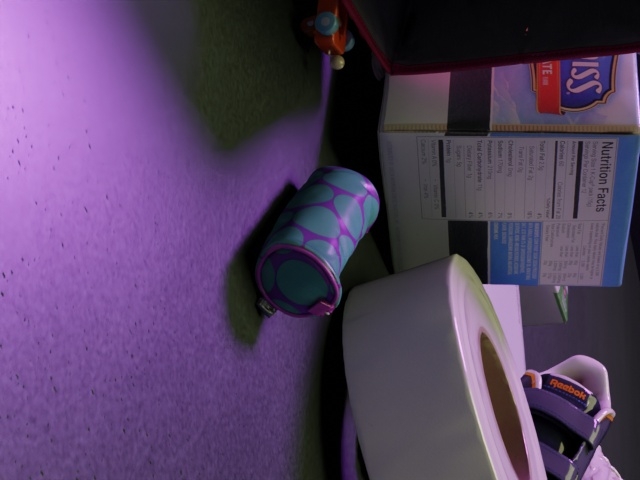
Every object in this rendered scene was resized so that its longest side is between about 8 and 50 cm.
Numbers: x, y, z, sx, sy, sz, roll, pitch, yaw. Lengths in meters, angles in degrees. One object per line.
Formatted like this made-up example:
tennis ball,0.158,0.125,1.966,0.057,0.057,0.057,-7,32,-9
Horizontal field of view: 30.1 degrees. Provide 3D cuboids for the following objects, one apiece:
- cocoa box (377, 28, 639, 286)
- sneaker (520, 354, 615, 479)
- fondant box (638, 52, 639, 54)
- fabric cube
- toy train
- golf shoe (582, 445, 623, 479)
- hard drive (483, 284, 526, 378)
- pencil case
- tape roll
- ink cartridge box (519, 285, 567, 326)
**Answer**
cocoa box,0.191,-0.154,1.184,0.231,0.228,0.347,79,15,-51
sneaker,0.243,0.227,1.329,0.321,0.126,0.127,-42,157,-59
fondant box,0.411,-0.377,1.410,0.330,0.096,0.238,29,89,-55
fabric cube,0.147,-0.318,0.957,0.254,0.259,0.258,52,47,-46
toy train,0.019,-0.202,1.060,0.166,0.046,0.125,14,79,-71
golf shoe,0.336,0.322,1.450,0.306,0.140,0.115,-76,149,-49
hard drive,0.184,0.091,1.405,0.353,0.047,0.233,31,54,-66
pencil case,0.000,0.000,0.893,0.070,0.064,0.151,58,27,-17
tape roll,0.117,0.160,1.038,0.286,0.100,0.286,-17,90,-75
ink cartridge box,0.300,-0.004,1.706,0.153,0.087,0.208,61,30,-46
